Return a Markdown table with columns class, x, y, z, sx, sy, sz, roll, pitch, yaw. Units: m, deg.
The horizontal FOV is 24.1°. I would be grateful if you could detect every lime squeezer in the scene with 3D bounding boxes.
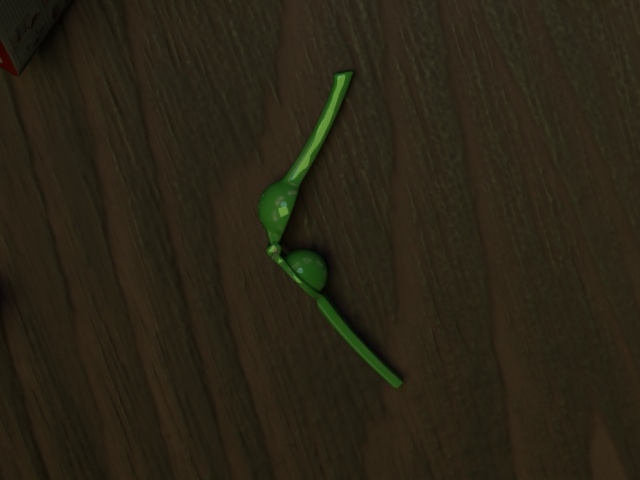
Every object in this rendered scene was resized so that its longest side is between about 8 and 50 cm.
| class | x | y | z | sx | sy | sz | roll | pitch | yaw |
| --- | --- | --- | --- | --- | --- | --- | --- | --- | --- |
| lime squeezer | 0.000 | 0.000 | 1.435 | 0.110 | 0.059 | 0.310 | -13 | 101 | -14 |

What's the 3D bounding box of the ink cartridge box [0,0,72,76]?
| class | x | y | z | sx | sy | sz | roll | pitch | yaw |
| --- | --- | --- | --- | --- | --- | --- | --- | --- | --- |
| ink cartridge box | -0.360 | -0.304 | 1.291 | 0.272 | 0.309 | 0.130 | 32 | 79 | 5 |
